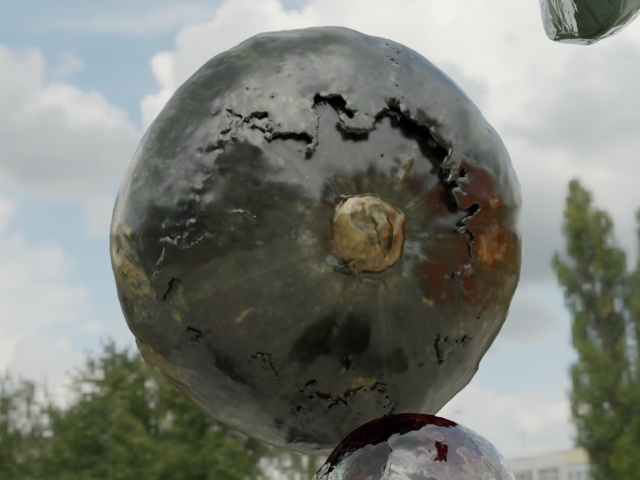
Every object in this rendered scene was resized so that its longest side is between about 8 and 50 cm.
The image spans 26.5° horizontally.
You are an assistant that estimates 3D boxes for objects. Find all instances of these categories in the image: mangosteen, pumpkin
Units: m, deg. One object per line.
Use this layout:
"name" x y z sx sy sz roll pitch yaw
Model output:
"mangosteen" 0.083 0.251 1.110 0.216 0.216 0.216 -3 -16 -1
"pumpkin" 0.000 0.000 1.438 0.454 0.454 0.344 -1 -1 -8

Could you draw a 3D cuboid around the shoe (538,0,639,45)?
"shoe" 0.254 -0.233 1.187 0.100 0.103 0.251 -19 1 -5
